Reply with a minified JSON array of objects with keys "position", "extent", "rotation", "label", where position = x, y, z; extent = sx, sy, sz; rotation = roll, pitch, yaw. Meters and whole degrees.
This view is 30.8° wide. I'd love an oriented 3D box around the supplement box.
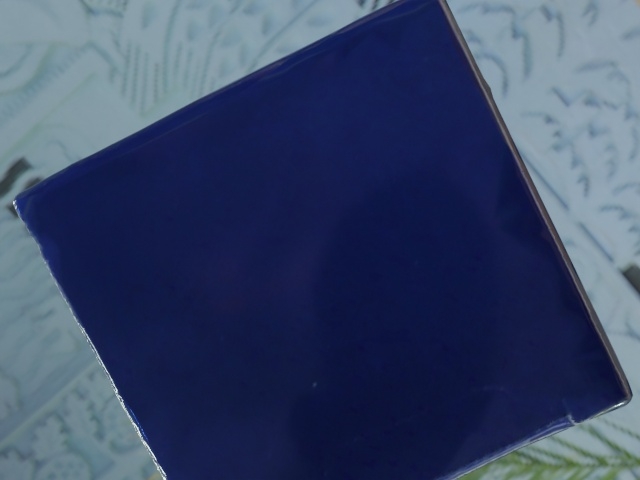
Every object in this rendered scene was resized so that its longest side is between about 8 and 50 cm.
[{"position":[0.000,0.000,0.639],"extent":[0.195,0.194,0.356],"rotation":[63,-177,-8],"label":"supplement box"}]
